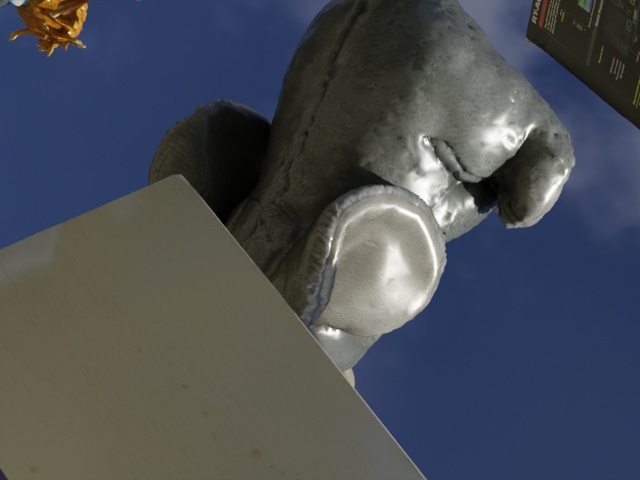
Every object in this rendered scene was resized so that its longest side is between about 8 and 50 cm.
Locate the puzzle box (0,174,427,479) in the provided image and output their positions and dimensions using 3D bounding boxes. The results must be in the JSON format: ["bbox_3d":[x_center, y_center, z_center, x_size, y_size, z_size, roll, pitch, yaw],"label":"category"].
[{"bbox_3d":[-0.055,0.166,0.381,0.409,0.272,0.052,51,-23,40],"label":"puzzle box"}]

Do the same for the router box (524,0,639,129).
[{"bbox_3d":[0.119,-0.105,0.618,0.092,0.038,0.122,49,-42,47],"label":"router box"}]

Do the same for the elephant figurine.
[{"bbox_3d":[0.000,0.000,0.876,0.186,0.169,0.239,47,-110,-9],"label":"elephant figurine"}]

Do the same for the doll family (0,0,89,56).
[{"bbox_3d":[-0.174,-0.172,0.991,0.263,0.163,0.118,-13,-125,42],"label":"doll family"}]
